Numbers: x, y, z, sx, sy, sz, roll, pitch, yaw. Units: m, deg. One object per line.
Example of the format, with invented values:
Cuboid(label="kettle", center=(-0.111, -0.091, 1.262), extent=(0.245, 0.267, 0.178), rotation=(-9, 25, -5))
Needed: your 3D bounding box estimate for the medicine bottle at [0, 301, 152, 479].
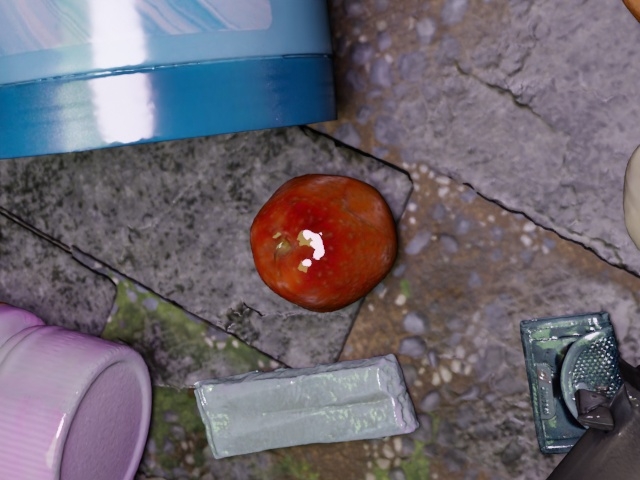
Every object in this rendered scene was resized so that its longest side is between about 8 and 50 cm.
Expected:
Cuboid(label="medicine bottle", center=(-0.387, 0.159, 1.227), extent=(0.388, 0.219, 0.219), rotation=(11, 103, 19))

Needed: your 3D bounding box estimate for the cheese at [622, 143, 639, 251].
Cuboid(label="cheese", center=(0.419, 0.008, 0.938), extent=(0.328, 0.129, 0.351), rotation=(-15, 92, 20))

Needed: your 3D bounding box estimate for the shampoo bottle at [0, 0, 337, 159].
Cuboid(label="shampoo bottle", center=(-0.164, -0.253, 1.013), extent=(0.331, 0.331, 0.343), rotation=(-4, 96, 22))

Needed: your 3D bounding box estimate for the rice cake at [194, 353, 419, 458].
Cuboid(label="rice cake", center=(-0.017, 0.166, 1.182), extent=(0.226, 0.040, 0.085), rotation=(-11, 95, 23))

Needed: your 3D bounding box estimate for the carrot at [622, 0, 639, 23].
Cuboid(label="carrot", center=(0.276, -0.259, 0.944), extent=(0.159, 0.159, 0.225), rotation=(-6, 105, 22))

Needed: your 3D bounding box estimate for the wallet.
Cuboid(label="wallet", center=(0.233, 0.132, 1.086), extent=(0.088, 0.026, 0.129), rotation=(-8, 97, 23))

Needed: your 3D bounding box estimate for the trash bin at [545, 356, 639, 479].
Cuboid(label="trash bin", center=(0.262, 0.281, 1.010), extent=(0.252, 0.203, 0.301), rotation=(30, 108, -5))

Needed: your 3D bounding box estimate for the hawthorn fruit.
Cuboid(label="hawthorn fruit", center=(0.000, 0.000, 1.095), extent=(0.132, 0.138, 0.133), rotation=(4, 101, 24))
